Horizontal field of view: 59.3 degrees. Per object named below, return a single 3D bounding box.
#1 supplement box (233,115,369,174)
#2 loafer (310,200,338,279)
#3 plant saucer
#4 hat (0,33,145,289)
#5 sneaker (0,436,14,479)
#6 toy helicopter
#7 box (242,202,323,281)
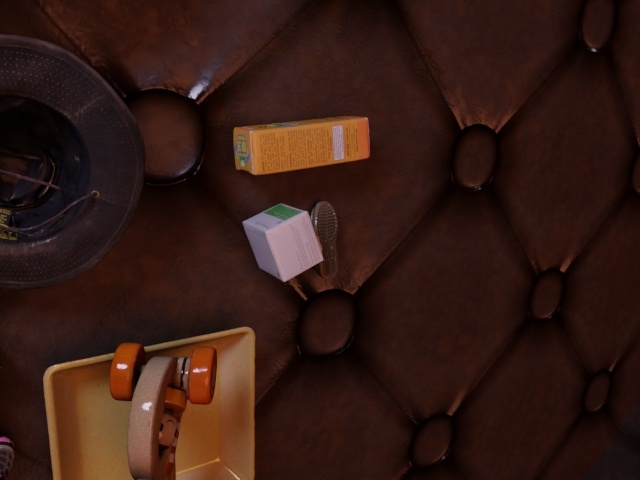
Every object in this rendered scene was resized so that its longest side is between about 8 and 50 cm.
[{"bbox_3d":[-0.030,-0.168,0.977,0.233,0.078,0.080,-15,111,-29],"label":"supplement box"},{"bbox_3d":[0.000,0.000,1.061,0.056,0.050,0.148,1,87,-36],"label":"loafer"},{"bbox_3d":[-0.277,0.314,0.950,0.333,0.081,0.333,-7,107,-31],"label":"plant saucer"},{"bbox_3d":[-0.389,-0.106,0.730,0.331,0.134,0.331,-10,123,-16],"label":"hat"},{"bbox_3d":[-0.500,0.375,0.825,0.063,0.075,0.170,32,85,-38],"label":"sneaker"},{"bbox_3d":[-0.234,0.334,0.817,0.140,0.235,0.355,4,122,-4],"label":"toy helicopter"},{"bbox_3d":[-0.067,0.001,0.985,0.087,0.101,0.102,-29,115,-23],"label":"box"}]
